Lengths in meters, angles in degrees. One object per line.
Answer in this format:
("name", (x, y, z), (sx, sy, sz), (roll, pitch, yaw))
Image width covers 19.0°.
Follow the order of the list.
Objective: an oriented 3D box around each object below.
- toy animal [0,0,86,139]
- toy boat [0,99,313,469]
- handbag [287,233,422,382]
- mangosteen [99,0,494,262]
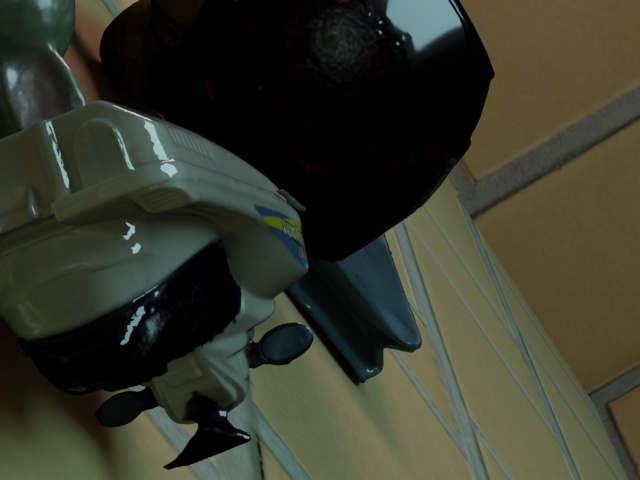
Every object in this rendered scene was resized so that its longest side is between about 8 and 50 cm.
("toy animal", (-0.160, -0.137, 0.973), (0.127, 0.125, 0.251), (92, -6, -55))
("toy boat", (-0.077, 0.021, 0.828), (0.141, 0.141, 0.269), (62, 7, 23))
("handbag", (0.000, 0.000, 1.585), (0.179, 0.062, 0.229), (51, 11, -27))
("mangosteen", (-0.021, -0.134, 1.328), (0.287, 0.233, 0.287), (56, 8, -12))
